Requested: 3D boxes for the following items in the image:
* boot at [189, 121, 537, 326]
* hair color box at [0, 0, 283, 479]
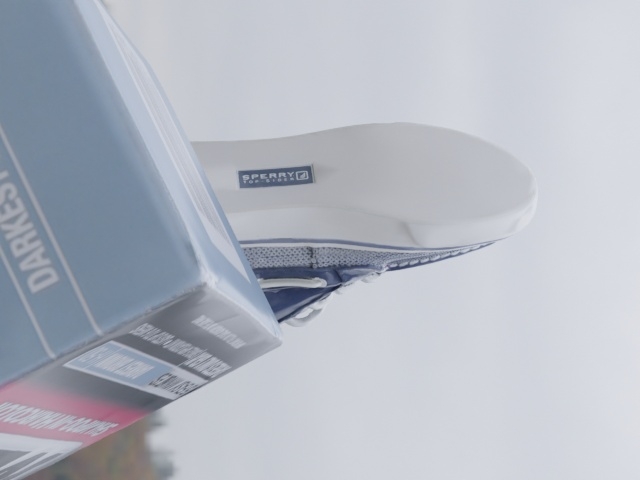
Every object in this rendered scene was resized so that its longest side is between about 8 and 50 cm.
[{"bbox_3d":[0.000,0.000,0.815,0.086,0.190,0.069,90,1,-45],"label":"boot"},{"bbox_3d":[-0.206,0.059,0.495,0.113,0.374,0.185,64,1,9],"label":"hair color box"}]
